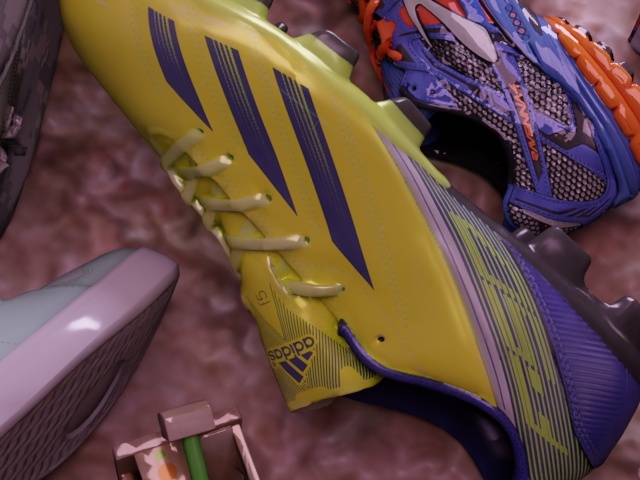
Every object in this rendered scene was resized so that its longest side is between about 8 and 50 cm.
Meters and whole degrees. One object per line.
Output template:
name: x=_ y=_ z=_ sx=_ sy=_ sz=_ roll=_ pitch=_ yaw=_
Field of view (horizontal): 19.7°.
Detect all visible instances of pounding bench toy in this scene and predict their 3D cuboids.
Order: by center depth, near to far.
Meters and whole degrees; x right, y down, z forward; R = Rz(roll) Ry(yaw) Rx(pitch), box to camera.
pounding bench toy: x=-0.046 y=0.104 z=0.715 sx=0.052 sy=0.083 sz=0.065 roll=-18 pitch=69 yaw=-10

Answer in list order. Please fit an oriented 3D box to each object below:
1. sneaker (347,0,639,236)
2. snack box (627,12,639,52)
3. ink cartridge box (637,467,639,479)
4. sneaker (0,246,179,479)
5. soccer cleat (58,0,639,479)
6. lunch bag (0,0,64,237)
sneaker: x=0.050 y=-0.086 z=0.802 sx=0.087 sy=0.083 sz=0.221 roll=-42 pitch=72 yaw=-9
snack box: x=0.225 y=-0.082 z=0.831 sx=0.100 sy=0.037 sz=0.141 roll=-42 pitch=76 yaw=-16
ink cartridge box: x=0.312 y=0.101 z=0.747 sx=0.296 sy=0.066 sz=0.261 roll=-40 pitch=75 yaw=-17
sneaker: x=-0.174 y=0.040 z=0.697 sx=0.151 sy=0.094 sz=0.256 roll=38 pitch=45 yaw=15
soccer cleat: x=0.001 y=0.000 z=0.729 sx=0.289 sy=0.093 sz=0.121 roll=39 pitch=83 yaw=-4
lunch bag: x=-0.202 y=-0.159 z=0.721 sx=0.213 sy=0.256 sz=0.305 roll=10 pitch=68 yaw=1
